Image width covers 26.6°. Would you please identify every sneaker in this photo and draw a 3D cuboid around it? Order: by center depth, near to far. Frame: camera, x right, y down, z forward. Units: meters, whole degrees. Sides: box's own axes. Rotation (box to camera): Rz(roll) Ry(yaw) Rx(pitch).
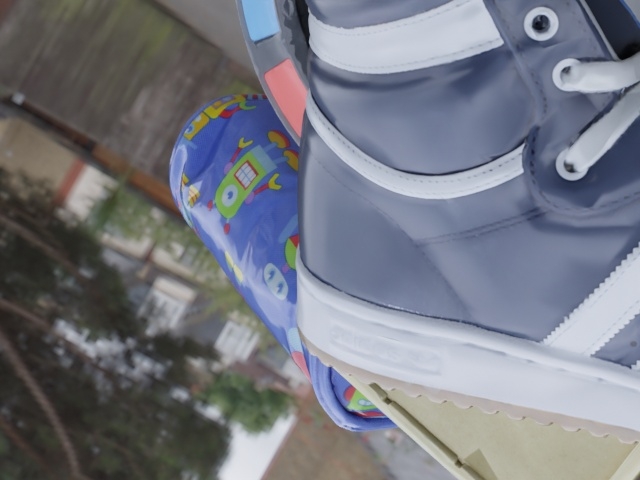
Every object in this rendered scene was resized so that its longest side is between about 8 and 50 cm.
[{"bbox_3d":[0.118,-0.023,0.371,0.282,0.153,0.099,7,-153,23],"label":"sneaker"}]

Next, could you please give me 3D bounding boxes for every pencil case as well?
[{"bbox_3d":[0.000,0.000,0.886,0.119,0.133,0.306,27,-169,-34],"label":"pencil case"}]

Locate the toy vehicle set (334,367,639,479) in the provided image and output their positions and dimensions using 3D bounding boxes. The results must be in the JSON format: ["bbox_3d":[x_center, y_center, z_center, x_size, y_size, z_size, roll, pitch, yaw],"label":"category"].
[{"bbox_3d":[0.107,0.001,0.580,0.166,0.267,0.035,41,-140,18],"label":"toy vehicle set"}]

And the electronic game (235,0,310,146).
[{"bbox_3d":[0.036,-0.119,0.646,0.048,0.229,0.229,-22,-140,-40],"label":"electronic game"}]
